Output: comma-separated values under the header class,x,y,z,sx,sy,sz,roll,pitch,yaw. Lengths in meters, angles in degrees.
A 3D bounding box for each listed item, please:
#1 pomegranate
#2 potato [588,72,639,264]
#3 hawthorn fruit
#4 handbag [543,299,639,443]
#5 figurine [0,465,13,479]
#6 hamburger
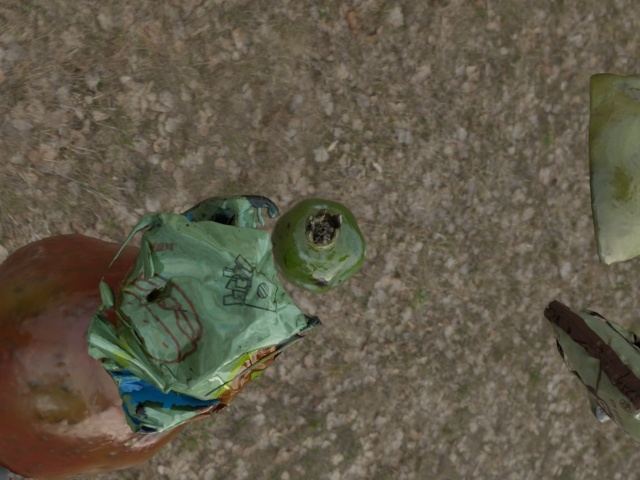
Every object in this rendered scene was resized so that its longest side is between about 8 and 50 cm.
class,x,y,z,sx,sy,sz,roll,pitch,yaw
pomegranate,-0.002,0.001,1.199,0.187,0.225,0.187,2,73,-6
potato,0.292,-0.065,0.584,0.149,0.081,0.120,62,39,-32
hawthorn fruit,-0.341,0.175,1.008,0.403,0.403,0.402,-7,103,-33
handbag,0.439,0.206,0.926,0.213,0.235,0.127,39,102,-26
figurine,-0.585,0.420,1.086,0.183,0.226,0.160,-30,155,-31
hamburger,-0.159,0.060,0.747,0.260,0.276,0.150,-27,152,8
